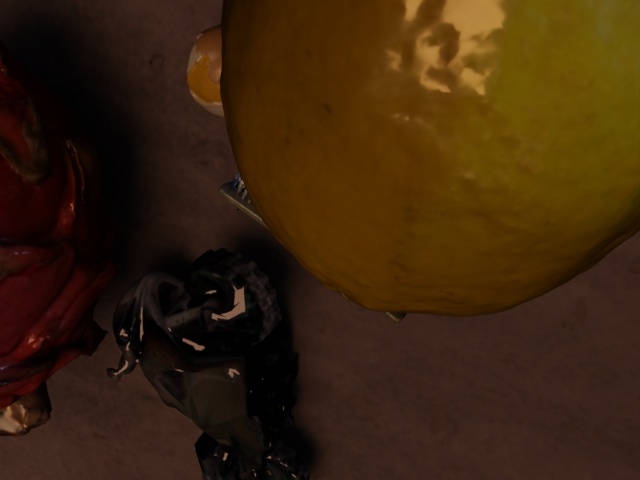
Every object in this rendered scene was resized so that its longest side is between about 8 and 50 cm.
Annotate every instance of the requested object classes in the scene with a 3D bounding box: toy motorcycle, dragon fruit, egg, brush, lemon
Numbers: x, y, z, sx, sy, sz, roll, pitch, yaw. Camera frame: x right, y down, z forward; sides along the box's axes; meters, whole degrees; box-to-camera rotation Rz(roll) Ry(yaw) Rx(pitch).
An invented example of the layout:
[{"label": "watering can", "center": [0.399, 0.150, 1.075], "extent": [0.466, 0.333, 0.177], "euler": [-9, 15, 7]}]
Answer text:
[{"label": "toy motorcycle", "center": [-0.094, 0.124, 0.695], "extent": [0.159, 0.106, 0.270], "euler": [7, 122, 22]}, {"label": "dragon fruit", "center": [-0.297, -0.006, 0.625], "extent": [0.277, 0.277, 0.342], "euler": [-2, 107, 24]}, {"label": "egg", "center": [-0.052, -0.122, 0.584], "extent": [0.083, 0.071, 0.071], "euler": [7, 115, 18]}, {"label": "brush", "center": [0.000, 0.001, 0.641], "extent": [0.178, 0.033, 0.030], "euler": [36, 107, 4]}, {"label": "lemon", "center": [0.082, -0.101, 0.431], "extent": [0.285, 0.285, 0.316], "euler": [1, 134, 22]}]
